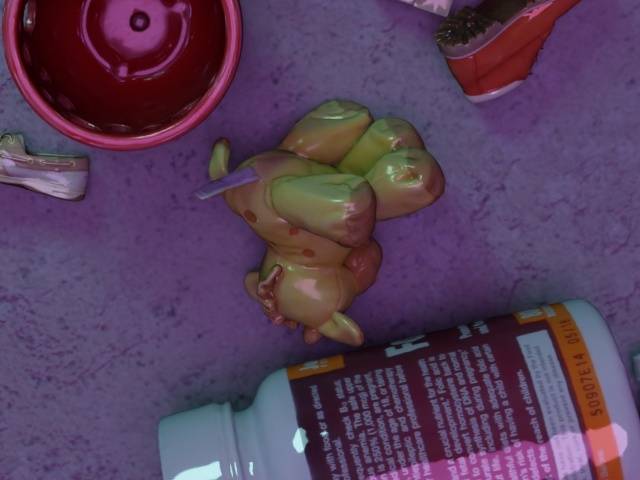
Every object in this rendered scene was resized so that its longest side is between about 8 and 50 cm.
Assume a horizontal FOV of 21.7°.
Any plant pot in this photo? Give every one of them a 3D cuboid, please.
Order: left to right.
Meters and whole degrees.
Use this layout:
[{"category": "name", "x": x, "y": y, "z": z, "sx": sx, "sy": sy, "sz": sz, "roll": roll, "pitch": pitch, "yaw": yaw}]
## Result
[{"category": "plant pot", "x": -0.160, "y": -0.178, "z": 1.387, "sx": 0.191, "sy": 0.174, "sz": 0.191, "roll": -1, "pitch": 101, "yaw": -3}]

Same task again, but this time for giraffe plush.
[{"category": "giraffe plush", "x": 0.000, "y": 0.000, "z": 1.450, "sx": 0.210, "sy": 0.181, "sz": 0.171, "roll": -15, "pitch": 123, "yaw": -11}]

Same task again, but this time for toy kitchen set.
[{"category": "toy kitchen set", "x": 0.091, "y": -0.243, "z": 1.442, "sx": 0.075, "sy": 0.068, "sz": 0.083, "roll": 18, "pitch": 99, "yaw": -6}]

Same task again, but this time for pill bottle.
[{"category": "pill bottle", "x": 0.071, "y": 0.199, "z": 1.447, "sx": 0.392, "sy": 0.224, "sz": 0.224, "roll": -13, "pitch": 101, "yaw": -1}]

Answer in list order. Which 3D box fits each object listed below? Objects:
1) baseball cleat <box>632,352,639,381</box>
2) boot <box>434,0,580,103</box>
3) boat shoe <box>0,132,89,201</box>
[{"category": "baseball cleat", "x": 0.315, "y": 0.164, "z": 1.542, "sx": 0.109, "sy": 0.072, "sz": 0.206, "roll": 36, "pitch": 92, "yaw": 5}, {"category": "boot", "x": 0.178, "y": -0.185, "z": 1.470, "sx": 0.158, "sy": 0.059, "sz": 0.085, "roll": -33, "pitch": 128, "yaw": -8}, {"category": "boat shoe", "x": -0.269, "y": -0.072, "z": 1.468, "sx": 0.135, "sy": 0.050, "sz": 0.045, "roll": 15, "pitch": 96, "yaw": -16}]
